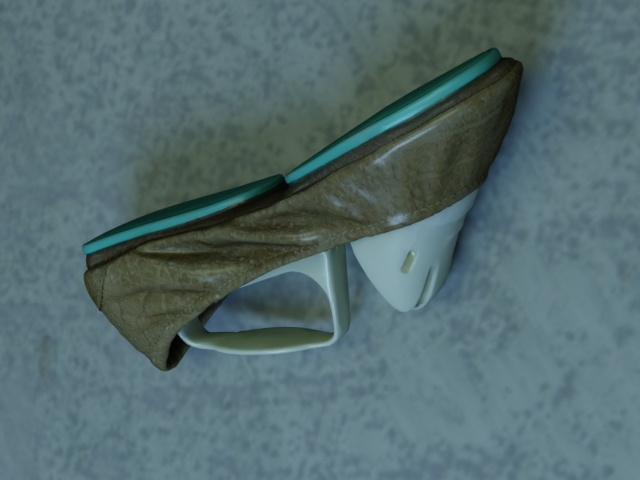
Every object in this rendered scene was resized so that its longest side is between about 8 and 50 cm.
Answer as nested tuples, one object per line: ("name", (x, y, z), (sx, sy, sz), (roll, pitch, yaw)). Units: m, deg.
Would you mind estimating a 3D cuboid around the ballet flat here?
("ballet flat", (0.000, 0.000, 1.113), (0.342, 0.116, 0.124), (-24, 96, 30))
